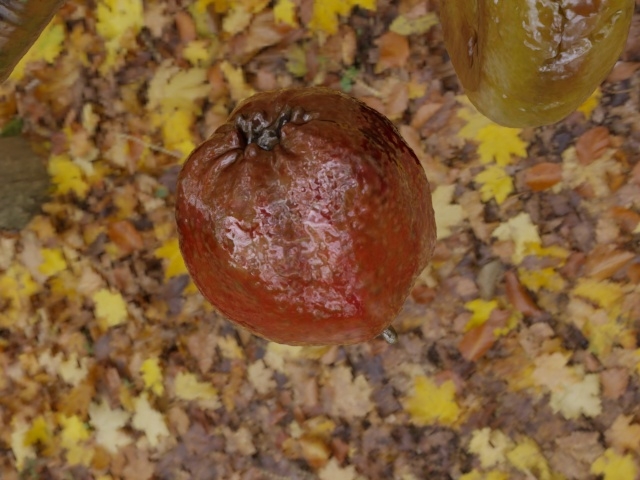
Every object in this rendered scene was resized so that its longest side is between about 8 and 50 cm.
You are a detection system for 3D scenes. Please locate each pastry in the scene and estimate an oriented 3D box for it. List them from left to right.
[{"bbox_3d":[0.228,-0.292,1.138,0.356,0.163,0.356,170,90,-81],"label":"pastry"}]

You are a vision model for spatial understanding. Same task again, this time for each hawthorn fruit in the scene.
[{"bbox_3d":[0.000,0.000,0.849,0.205,0.205,0.253,5,137,36],"label":"hawthorn fruit"}]

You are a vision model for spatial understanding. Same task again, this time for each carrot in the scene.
[{"bbox_3d":[-0.312,-0.290,1.110,0.302,0.114,0.114,-42,76,32],"label":"carrot"}]
